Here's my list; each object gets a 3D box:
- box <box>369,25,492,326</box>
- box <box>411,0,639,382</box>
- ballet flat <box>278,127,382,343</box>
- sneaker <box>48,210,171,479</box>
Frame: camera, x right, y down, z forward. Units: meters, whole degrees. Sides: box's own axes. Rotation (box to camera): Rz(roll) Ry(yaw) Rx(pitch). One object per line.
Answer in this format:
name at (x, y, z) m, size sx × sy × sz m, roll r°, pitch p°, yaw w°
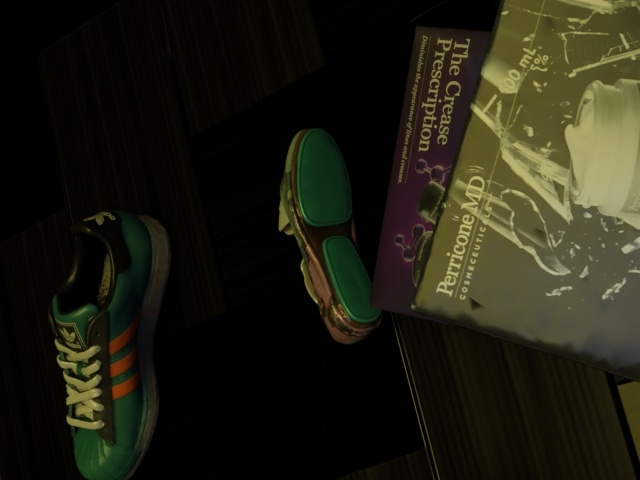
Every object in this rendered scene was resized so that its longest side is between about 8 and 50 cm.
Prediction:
box at (0.162, -0.050, 1.279) m, size 0.184 × 0.103 × 0.261 m, roll 10°, pitch 92°, yaw 35°
box at (0.274, -0.064, 1.077) m, size 0.312 × 0.179 × 0.343 m, roll 17°, pitch 94°, yaw 15°
ballet flat at (0.000, 0.000, 1.419) m, size 0.079 × 0.077 × 0.221 m, roll -38°, pitch 63°, yaw 50°
sneaker at (-0.245, 0.117, 1.555) m, size 0.108 × 0.121 × 0.302 m, roll 4°, pitch 89°, yaw 37°
